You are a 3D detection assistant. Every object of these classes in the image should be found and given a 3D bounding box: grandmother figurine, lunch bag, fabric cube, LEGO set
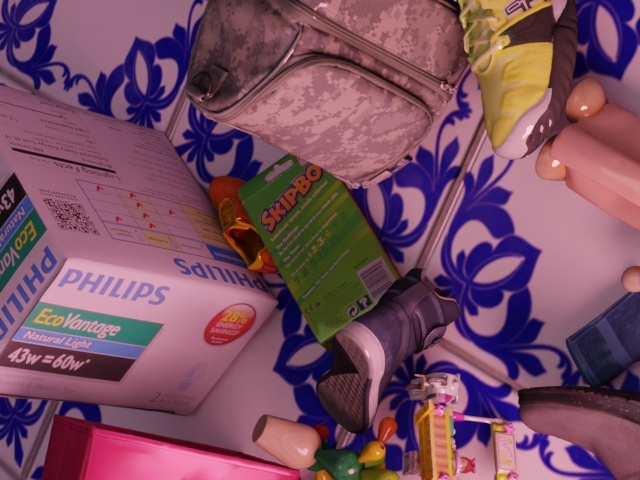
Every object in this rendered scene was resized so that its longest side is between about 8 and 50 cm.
[{"bbox_3d":[0.370,-0.035,1.610,0.342,0.104,0.208,34,111,43],"label":"grandmother figurine"},{"bbox_3d":[0.010,-0.214,1.833,0.212,0.305,0.256,42,104,42],"label":"lunch bag"},{"bbox_3d":[-0.200,0.358,1.844,0.259,0.254,0.258,171,113,-72],"label":"fabric cube"},{"bbox_3d":[0.148,0.288,1.739,0.132,0.107,0.287,156,120,-72],"label":"LEGO set"}]

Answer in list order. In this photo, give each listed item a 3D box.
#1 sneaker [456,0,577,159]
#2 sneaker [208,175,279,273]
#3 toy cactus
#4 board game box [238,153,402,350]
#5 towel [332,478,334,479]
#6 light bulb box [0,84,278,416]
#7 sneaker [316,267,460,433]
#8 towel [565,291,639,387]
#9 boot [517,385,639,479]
[{"bbox_3d":[0.195,-0.272,1.758,0.145,0.147,0.384,138,137,-63],"label":"sneaker"},{"bbox_3d":[-0.101,-0.028,2.038,0.064,0.067,0.175,-54,50,20],"label":"sneaker"},{"bbox_3d":[0.016,0.232,1.724,0.112,0.180,0.219,-62,19,2],"label":"toy cactus"},{"bbox_3d":[0.000,0.000,1.942,0.124,0.039,0.259,-34,60,7],"label":"board game box"},{"bbox_3d":[0.051,0.377,1.844,0.102,0.021,0.237,-49,53,26],"label":"towel"},{"bbox_3d":[-0.310,0.013,2.016,0.225,0.358,0.361,-52,51,22],"label":"light bulb box"},{"bbox_3d":[0.081,0.126,1.836,0.086,0.163,0.226,42,151,15],"label":"sneaker"},{"bbox_3d":[0.317,0.100,1.668,0.119,0.029,0.067,-40,57,27],"label":"towel"},{"bbox_3d":[0.323,0.267,1.574,0.338,0.118,0.222,8,90,46],"label":"boot"}]
